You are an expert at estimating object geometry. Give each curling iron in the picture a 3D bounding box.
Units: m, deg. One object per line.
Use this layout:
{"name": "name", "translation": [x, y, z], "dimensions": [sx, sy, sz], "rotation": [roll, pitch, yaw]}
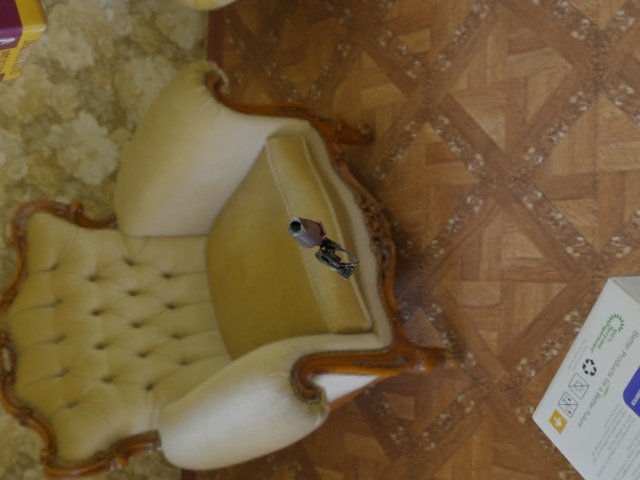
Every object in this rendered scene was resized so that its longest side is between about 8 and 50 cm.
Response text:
{"name": "curling iron", "translation": [0.000, 0.000, 0.845], "dimensions": [0.068, 0.274, 0.035], "rotation": [35, 87, 13]}

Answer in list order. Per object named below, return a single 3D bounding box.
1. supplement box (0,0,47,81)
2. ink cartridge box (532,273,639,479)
{"name": "supplement box", "translation": [-0.219, -0.095, 0.304], "dimensions": [0.104, 0.188, 0.081], "rotation": [-3, 104, 63]}
{"name": "ink cartridge box", "translation": [0.329, 0.204, 0.594], "dimensions": [0.371, 0.069, 0.176], "rotation": [55, 137, 46]}
